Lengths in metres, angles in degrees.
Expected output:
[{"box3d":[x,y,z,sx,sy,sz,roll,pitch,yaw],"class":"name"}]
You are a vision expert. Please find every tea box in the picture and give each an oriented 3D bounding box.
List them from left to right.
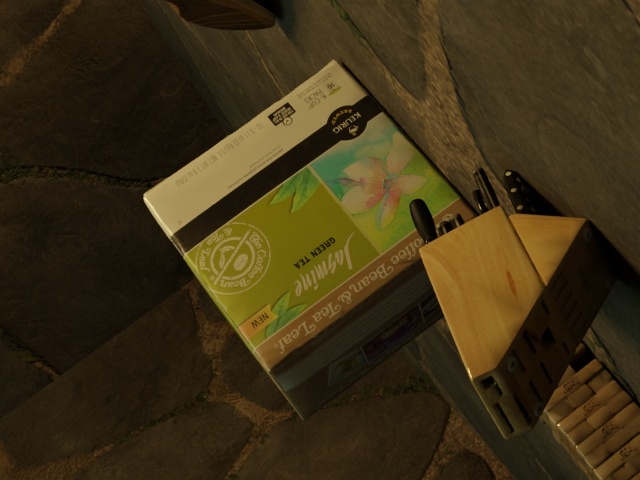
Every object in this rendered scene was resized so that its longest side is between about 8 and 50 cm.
[{"box3d":[0.000,0.000,1.676,0.323,0.329,0.220,50,173,26],"class":"tea box"}]

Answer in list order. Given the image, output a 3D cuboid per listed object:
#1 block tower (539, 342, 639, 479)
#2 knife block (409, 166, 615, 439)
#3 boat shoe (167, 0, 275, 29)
[{"box3d":[0.298,0.183,1.498,0.335,0.097,0.091,50,174,29],"class":"block tower"},{"box3d":[0.147,0.047,1.221,0.242,0.276,0.088,4,137,44],"class":"knife block"},{"box3d":[-0.169,-0.386,1.749,0.123,0.123,0.342,2,172,33],"class":"boat shoe"}]
